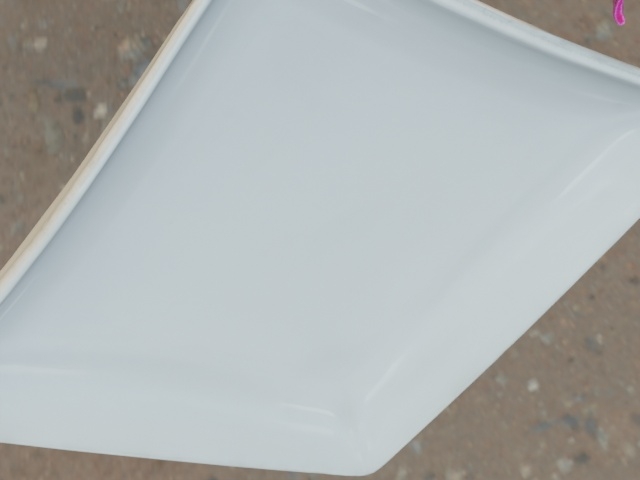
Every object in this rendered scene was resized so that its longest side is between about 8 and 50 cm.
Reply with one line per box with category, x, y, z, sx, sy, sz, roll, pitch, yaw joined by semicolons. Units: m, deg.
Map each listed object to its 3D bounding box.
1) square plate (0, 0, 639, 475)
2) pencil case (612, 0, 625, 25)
square plate;0.000;0.000;0.783;0.344;0.049;0.347;13;129;-41
pencil case;0.176;-0.217;0.658;0.104;0.104;0.236;29;116;-23
